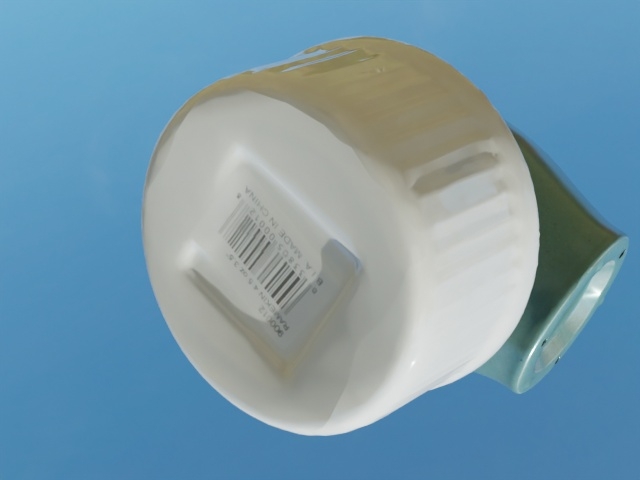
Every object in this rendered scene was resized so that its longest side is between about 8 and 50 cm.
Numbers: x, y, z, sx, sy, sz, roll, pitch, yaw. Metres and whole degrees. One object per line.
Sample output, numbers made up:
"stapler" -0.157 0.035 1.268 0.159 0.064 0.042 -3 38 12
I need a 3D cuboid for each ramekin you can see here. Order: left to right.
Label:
"ramekin" 0.000 0.000 0.577 0.277 0.277 0.135 21 -154 30

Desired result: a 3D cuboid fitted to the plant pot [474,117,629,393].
"plant pot" 0.149 0.005 0.809 0.255 0.272 0.271 35 -118 26
